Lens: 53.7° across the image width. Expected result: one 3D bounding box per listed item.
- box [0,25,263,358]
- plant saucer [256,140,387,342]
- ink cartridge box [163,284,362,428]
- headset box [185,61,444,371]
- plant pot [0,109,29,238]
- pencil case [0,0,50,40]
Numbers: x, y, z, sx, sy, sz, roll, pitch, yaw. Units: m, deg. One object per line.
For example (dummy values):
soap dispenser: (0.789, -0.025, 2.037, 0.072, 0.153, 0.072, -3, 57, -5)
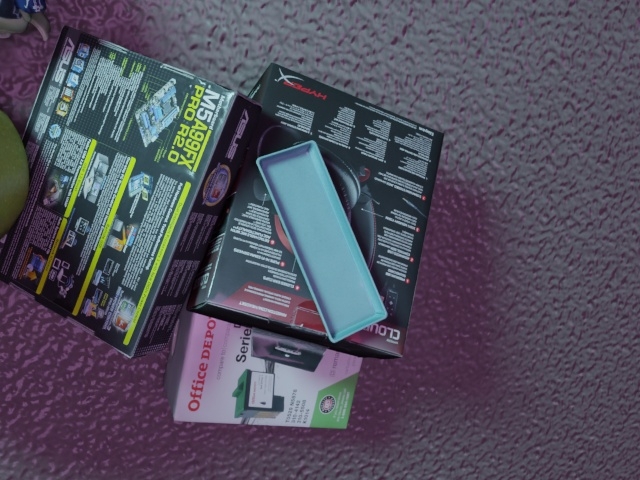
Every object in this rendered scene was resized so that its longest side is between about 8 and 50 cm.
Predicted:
box: (-0.207, -0.051, 0.634, 0.216, 0.060, 0.269, 24, 96, 18)
plant saucer: (0.000, 0.000, 0.621, 0.067, 0.018, 0.191, -22, 89, -24)
ink cartridge box: (-0.067, 0.137, 0.776, 0.220, 0.092, 0.160, 8, 100, -21)
headset box: (-0.005, -0.009, 0.691, 0.218, 0.110, 0.293, 18, 74, -18)
plant pot: (-0.390, -0.042, 0.513, 0.276, 0.254, 0.275, 2, 106, 7)
pencil case: (-0.450, -0.222, 0.521, 0.411, 0.160, 0.183, -15, 122, -14)
